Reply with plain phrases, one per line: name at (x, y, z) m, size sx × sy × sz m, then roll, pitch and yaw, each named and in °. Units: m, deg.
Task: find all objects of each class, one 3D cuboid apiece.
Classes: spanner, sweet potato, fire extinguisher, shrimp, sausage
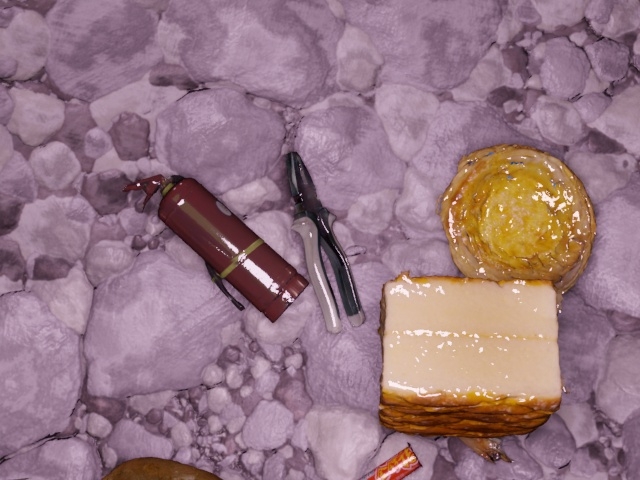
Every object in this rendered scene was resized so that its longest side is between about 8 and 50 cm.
spanner at (0.000, 0.000, 1.500) m, size 0.040 × 0.096 × 0.324 m, roll -21°, pitch 86°, yaw 42°
sweet potato at (-0.168, 0.468, 1.439) m, size 0.423 × 0.130 × 0.130 m, roll 25°, pitch 85°, yaw 0°
fire extinguisher at (-0.183, 0.003, 1.481) m, size 0.341 × 0.105 × 0.141 m, roll 41°, pitch 42°, yaw 1°
shrimp at (0.273, 0.313, 1.498) m, size 0.099 × 0.041 × 0.180 m, roll -37°, pitch 84°, yaw -18°
sausage at (0.104, 0.406, 1.483) m, size 0.145 × 0.048 × 0.050 m, roll -34°, pitch 80°, yaw 0°

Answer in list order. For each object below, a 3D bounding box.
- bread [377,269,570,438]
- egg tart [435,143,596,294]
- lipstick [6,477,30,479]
bread at (0.222, 0.191, 1.367) m, size 0.279 × 0.279 × 0.207 m, roll 1°, pitch 68°, yaw -1°
egg tart at (0.329, -0.029, 1.493) m, size 0.291 × 0.107 × 0.290 m, roll 0°, pitch 84°, yaw -4°
lipstick at (-0.568, 0.434, 1.491) m, size 0.129 × 0.030 × 0.030 m, roll -6°, pitch 85°, yaw 0°
